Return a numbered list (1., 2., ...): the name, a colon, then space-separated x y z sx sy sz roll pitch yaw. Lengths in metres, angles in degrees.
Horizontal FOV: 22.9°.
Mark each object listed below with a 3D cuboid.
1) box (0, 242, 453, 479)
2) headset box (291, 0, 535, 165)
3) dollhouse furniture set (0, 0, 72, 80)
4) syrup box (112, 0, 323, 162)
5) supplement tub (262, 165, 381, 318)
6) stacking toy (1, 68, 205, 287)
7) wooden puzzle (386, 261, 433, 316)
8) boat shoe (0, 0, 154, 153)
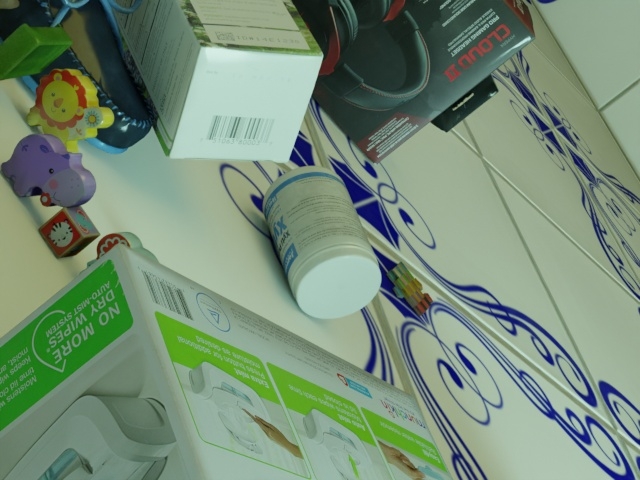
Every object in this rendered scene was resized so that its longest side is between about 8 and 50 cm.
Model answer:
1. box: -0.021 0.159 0.755 0.262 0.126 0.231 31 27 -50
2. headset box: 0.063 -0.239 1.618 0.293 0.218 0.110 47 19 -17
3. dollhouse furniture set: -0.223 -0.168 0.982 0.152 0.076 0.058 53 16 3
4. syrup box: -0.090 -0.164 1.150 0.093 0.096 0.237 1 38 -27
5. supplement tub: 0.000 0.000 1.225 0.071 0.071 0.107 36 23 -41
6. stacking toy: -0.134 -0.008 0.931 0.221 0.052 0.167 54 17 6
7. wooden puzzle: 0.083 0.044 1.455 0.049 0.006 0.083 52 17 1
8. boat shoe: -0.188 -0.180 1.065 0.258 0.089 0.109 54 15 -5
